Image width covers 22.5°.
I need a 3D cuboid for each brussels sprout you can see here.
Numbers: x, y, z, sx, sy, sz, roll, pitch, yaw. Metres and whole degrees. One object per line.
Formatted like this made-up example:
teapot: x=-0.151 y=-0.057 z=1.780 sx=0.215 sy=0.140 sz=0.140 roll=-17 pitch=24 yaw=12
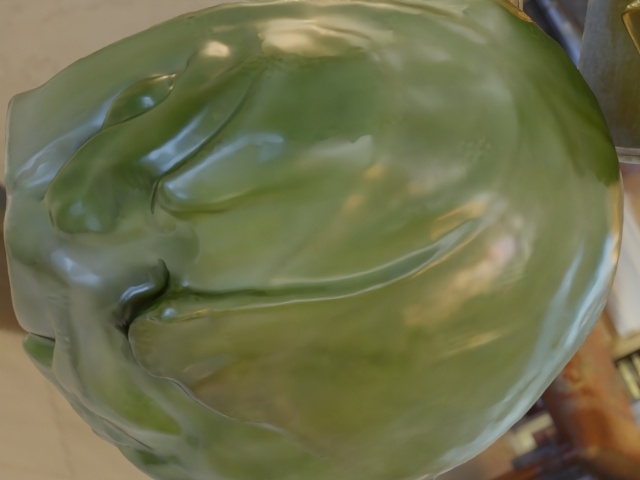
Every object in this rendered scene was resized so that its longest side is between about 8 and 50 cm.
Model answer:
brussels sprout: x=0.000 y=0.000 z=0.841 sx=0.328 sy=0.328 sz=0.247 roll=44 pitch=18 yaw=-34

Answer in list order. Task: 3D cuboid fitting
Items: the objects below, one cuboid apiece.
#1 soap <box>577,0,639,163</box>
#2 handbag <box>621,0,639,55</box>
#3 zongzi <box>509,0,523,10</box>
soap: x=0.271 y=-0.175 z=0.881 sx=0.143 sy=0.259 sz=0.281 roll=3 pitch=93 yaw=-51
handbag: x=0.179 y=-0.083 z=0.735 sx=0.027 sy=0.061 sz=0.083 roll=-52 pitch=128 yaw=-24
zongzi: x=0.132 y=-0.204 z=1.211 sx=0.242 sy=0.221 sz=0.112 roll=32 pitch=2 yaw=-18
